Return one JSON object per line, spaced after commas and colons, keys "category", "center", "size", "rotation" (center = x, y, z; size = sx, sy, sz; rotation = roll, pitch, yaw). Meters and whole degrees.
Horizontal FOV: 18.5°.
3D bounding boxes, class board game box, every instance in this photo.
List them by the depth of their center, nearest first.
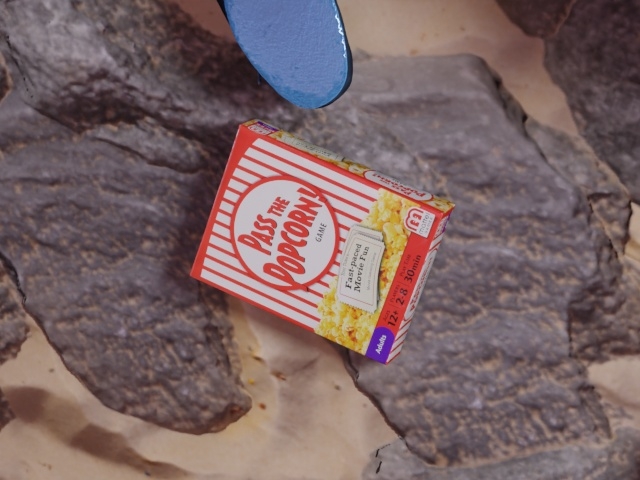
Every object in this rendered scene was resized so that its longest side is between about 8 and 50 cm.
{"category": "board game box", "center": [0.000, 0.000, 1.681], "size": [0.193, 0.045, 0.147], "rotation": [23, 109, 13]}

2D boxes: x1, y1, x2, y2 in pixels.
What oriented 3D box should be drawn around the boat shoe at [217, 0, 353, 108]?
{"category": "boat shoe", "center": [-0.043, -0.230, 1.626], "size": [0.109, 0.089, 0.258], "rotation": [-26, 87, 10]}
